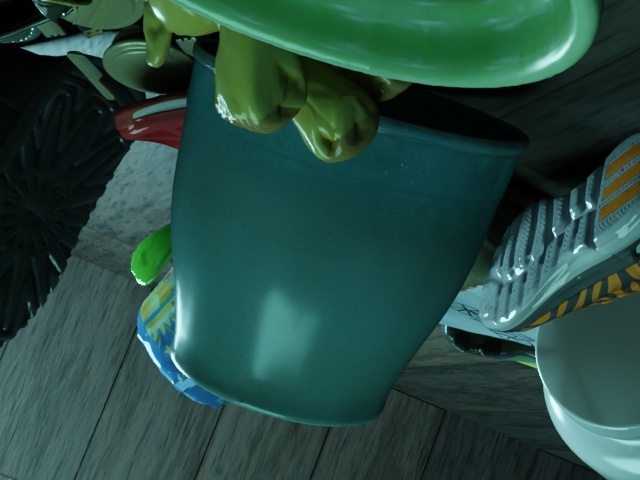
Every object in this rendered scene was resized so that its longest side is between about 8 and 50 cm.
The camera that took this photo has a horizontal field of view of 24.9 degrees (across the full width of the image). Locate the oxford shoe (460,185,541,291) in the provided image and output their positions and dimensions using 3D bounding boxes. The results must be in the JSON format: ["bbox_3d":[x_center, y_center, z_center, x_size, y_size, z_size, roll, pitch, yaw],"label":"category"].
[{"bbox_3d":[0.146,-0.001,1.430,0.123,0.130,0.348,9,163,48],"label":"oxford shoe"}]

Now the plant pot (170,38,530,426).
[{"bbox_3d":[0.000,0.000,1.157,0.272,0.255,0.271,15,-168,-3],"label":"plant pot"}]

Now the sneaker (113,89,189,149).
[{"bbox_3d":[-0.074,-0.071,1.306,0.221,0.128,0.087,-5,-178,-22],"label":"sneaker"}]

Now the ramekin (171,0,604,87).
[{"bbox_3d":[0.005,-0.203,0.674,0.303,0.148,0.303,20,169,4],"label":"ramekin"}]

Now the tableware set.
[{"bbox_3d":[-0.168,-0.188,1.240,0.128,0.039,0.194,-4,153,20],"label":"tableware set"}]

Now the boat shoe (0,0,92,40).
[{"bbox_3d":[-0.211,-0.199,1.110,0.228,0.068,0.081,-13,163,25],"label":"boat shoe"}]

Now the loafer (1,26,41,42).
[{"bbox_3d":[-0.290,-0.239,1.236,0.094,0.087,0.251,-4,165,-6],"label":"loafer"}]

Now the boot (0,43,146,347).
[{"bbox_3d":[-0.420,-0.064,1.548,0.445,0.367,0.146,17,153,46],"label":"boot"}]

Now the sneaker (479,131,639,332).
[{"bbox_3d":[0.272,0.030,1.250,0.180,0.124,0.321,22,155,-15],"label":"sneaker"}]

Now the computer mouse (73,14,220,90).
[{"bbox_3d":[-0.146,-0.161,1.389,0.184,0.060,0.262,17,168,17],"label":"computer mouse"}]

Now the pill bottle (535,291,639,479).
[{"bbox_3d":[0.374,0.164,1.547,0.229,0.229,0.408,14,167,31],"label":"pill bottle"}]

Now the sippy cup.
[{"bbox_3d":[-0.100,0.082,1.810,0.305,0.224,0.240,47,-167,-12],"label":"sippy cup"}]

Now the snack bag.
[{"bbox_3d":[0.154,0.059,1.732,0.343,0.037,0.323,13,167,40],"label":"snack bag"}]

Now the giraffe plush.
[{"bbox_3d":[-0.049,-0.165,0.964,0.210,0.181,0.170,41,167,-37],"label":"giraffe plush"}]

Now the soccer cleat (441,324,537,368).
[{"bbox_3d":[0.303,0.132,1.966,0.289,0.093,0.121,17,-161,-2],"label":"soccer cleat"}]
